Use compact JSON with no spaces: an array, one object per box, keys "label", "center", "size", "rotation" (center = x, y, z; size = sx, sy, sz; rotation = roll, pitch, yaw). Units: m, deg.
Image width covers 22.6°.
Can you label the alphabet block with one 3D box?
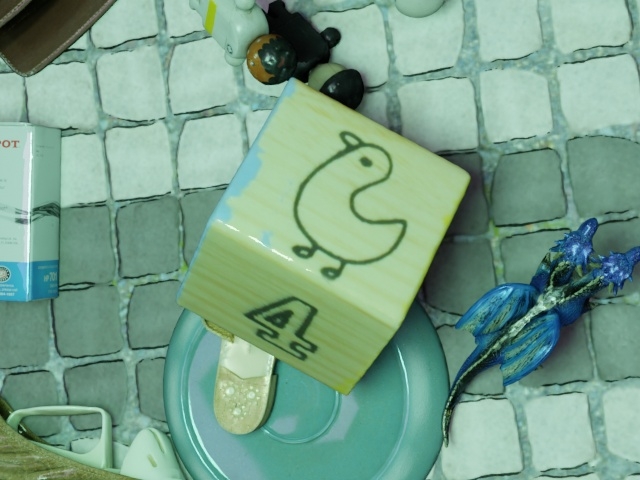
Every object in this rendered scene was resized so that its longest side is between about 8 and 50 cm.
[{"label":"alphabet block","center":[0.000,0.000,1.529],"size":[0.197,0.193,0.192],"rotation":[28,62,-1]}]

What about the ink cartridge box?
[{"label":"ink cartridge box","center":[-0.361,-0.031,1.744],"size":[0.140,0.082,0.190],"rotation":[2,90,16]}]

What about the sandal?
[{"label":"sandal","center":[-0.082,0.080,1.620],"size":[0.088,0.079,0.240],"rotation":[3,91,17]}]

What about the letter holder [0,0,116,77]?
[{"label":"letter holder","center":[-0.303,-0.341,1.688],"size":[0.302,0.152,0.214],"rotation":[-45,81,13]}]

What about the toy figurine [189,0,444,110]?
[{"label":"toy figurine","center":[0.001,-0.236,1.566],"size":[0.213,0.209,0.148],"rotation":[-47,68,14]}]

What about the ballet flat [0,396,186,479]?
[{"label":"ballet flat","center":[-0.236,0.245,1.711],"size":[0.342,0.116,0.124],"rotation":[16,78,20]}]

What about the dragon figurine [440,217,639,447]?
[{"label":"dragon figurine","center":[0.191,0.085,1.548],"size":[0.289,0.144,0.085],"rotation":[-43,79,13]}]

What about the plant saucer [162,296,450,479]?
[{"label":"plant saucer","center":[-0.024,0.160,1.668],"size":[0.318,0.044,0.317],"rotation":[0,92,17]}]
